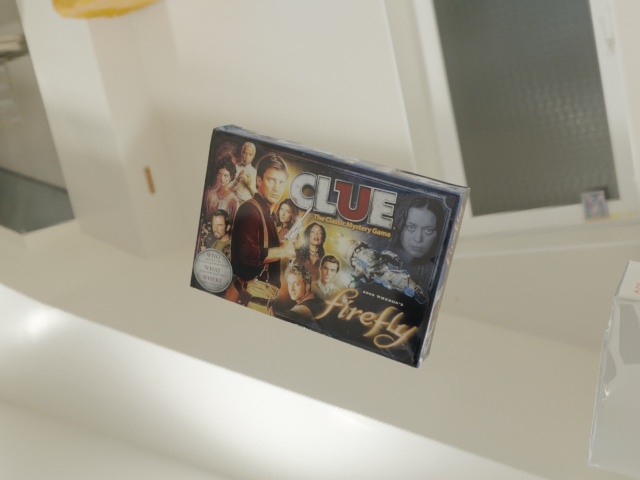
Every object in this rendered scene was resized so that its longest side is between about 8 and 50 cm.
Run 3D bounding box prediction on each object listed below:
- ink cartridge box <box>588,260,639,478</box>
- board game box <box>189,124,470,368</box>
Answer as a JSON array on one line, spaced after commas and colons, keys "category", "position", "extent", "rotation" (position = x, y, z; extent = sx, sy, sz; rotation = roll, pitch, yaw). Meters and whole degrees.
[{"category": "ink cartridge box", "position": [0.381, 0.128, 0.665], "extent": [0.232, 0.168, 0.171], "rotation": [9, -167, 26]}, {"category": "board game box", "position": [0.000, 0.000, 0.685], "extent": [0.243, 0.165, 0.042], "rotation": [17, -163, 20]}]
